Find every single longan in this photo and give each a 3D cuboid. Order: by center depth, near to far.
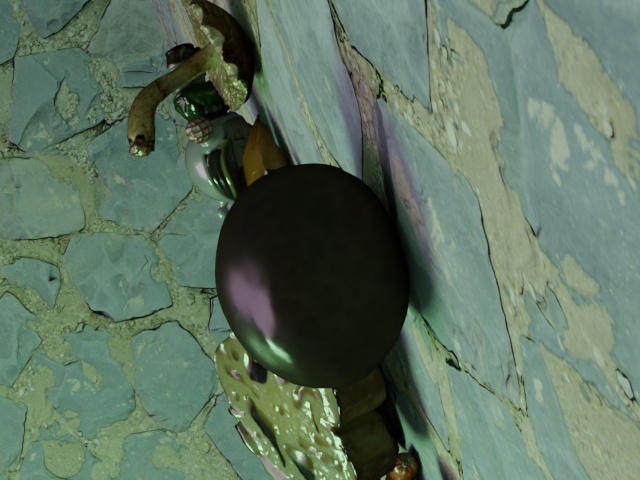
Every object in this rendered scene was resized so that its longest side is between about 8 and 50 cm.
[{"bbox_3d":[-0.006,0.043,1.196,0.300,0.243,0.300,-1,-90,-68],"label":"longan"}]

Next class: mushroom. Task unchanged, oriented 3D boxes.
[{"bbox_3d":[-0.252,-0.328,1.721,0.208,0.301,0.233,-35,88,47],"label":"mushroom"}]

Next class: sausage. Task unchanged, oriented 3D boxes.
[{"bbox_3d":[0.151,0.462,1.770,0.348,0.053,0.053,89,158,-65],"label":"sausage"},{"bbox_3d":[-0.089,-0.095,1.812,0.112,0.112,0.328,136,116,-80],"label":"sausage"}]

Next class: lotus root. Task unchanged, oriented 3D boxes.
[{"bbox_3d":[-0.040,0.265,1.538,0.374,0.111,0.391,23,130,37],"label":"lotus root"}]

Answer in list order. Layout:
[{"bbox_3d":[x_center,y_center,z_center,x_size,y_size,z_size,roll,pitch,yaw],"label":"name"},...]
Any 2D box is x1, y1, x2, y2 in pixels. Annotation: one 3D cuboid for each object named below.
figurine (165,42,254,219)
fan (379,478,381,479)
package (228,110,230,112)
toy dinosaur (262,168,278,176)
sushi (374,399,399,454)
[{"bbox_3d":[-0.226,-0.236,1.946,0.281,0.167,0.370,-8,-105,-67],"label":"figurine"},{"bbox_3d":[0.057,0.531,2.045,0.223,0.012,0.294,59,-144,-10],"label":"fan"},{"bbox_3d":[-0.211,-0.227,2.448,0.166,0.040,0.232,-136,28,-72],"label":"package"},{"bbox_3d":[-0.001,0.028,1.677,0.383,0.076,0.129,53,161,24],"label":"toy dinosaur"},{"bbox_3d":[0.012,0.268,1.777,0.294,0.178,0.352,-143,34,-77],"label":"sushi"}]
